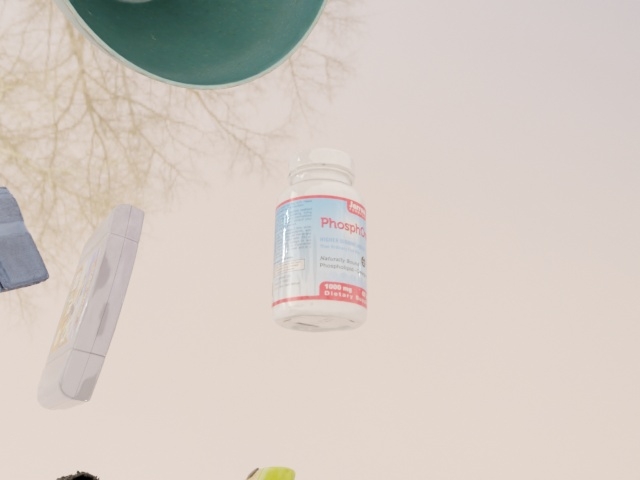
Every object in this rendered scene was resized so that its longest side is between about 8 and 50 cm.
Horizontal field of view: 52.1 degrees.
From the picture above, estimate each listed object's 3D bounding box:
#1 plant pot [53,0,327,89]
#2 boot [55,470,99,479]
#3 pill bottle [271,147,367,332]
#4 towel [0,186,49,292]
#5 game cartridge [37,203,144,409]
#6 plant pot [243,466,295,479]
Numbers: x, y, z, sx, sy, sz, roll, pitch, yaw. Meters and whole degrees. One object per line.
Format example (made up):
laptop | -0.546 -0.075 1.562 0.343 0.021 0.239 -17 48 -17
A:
plant pot | -0.152 -0.301 0.631 0.290 0.290 0.195 -20 -154 -31
boot | -0.363 0.427 1.034 0.207 0.246 0.094 37 -128 -39
pill bottle | 0.000 0.000 0.610 0.087 0.087 0.160 5 -109 -12
towel | -0.347 -0.001 0.715 0.067 0.029 0.119 -16 -103 -61
game cartridge | -0.345 0.098 0.987 0.062 0.198 0.297 20 -117 -22
plant pot | -0.069 0.391 0.686 0.207 0.227 0.228 51 -168 -3
